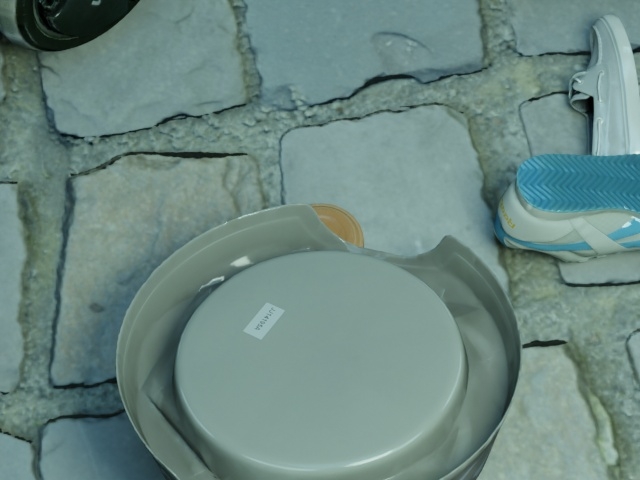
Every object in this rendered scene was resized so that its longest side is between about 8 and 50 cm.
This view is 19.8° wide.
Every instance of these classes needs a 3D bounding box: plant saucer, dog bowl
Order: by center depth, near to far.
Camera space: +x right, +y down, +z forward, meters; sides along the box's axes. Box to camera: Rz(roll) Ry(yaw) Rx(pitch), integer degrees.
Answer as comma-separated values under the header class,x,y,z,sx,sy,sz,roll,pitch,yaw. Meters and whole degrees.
class,x,y,z,sx,sy,sz,roll,pitch,yaw
dog bowl,0.000,0.123,1.598,0.348,0.102,0.349,-2,46,2
plant saucer,0.000,0.000,1.756,0.083,0.013,0.083,-1,60,1

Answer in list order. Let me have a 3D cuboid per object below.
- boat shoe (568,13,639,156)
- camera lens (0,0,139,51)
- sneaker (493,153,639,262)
class,x,y,z,sx,sy,sz,roll,pitch,yaw
boat shoe,0.277,-0.141,1.808,0.063,0.066,0.184,-3,69,-1
camera lens,-0.302,-0.340,1.844,0.219,0.219,0.274,-40,66,-20
sneaker,0.274,-0.026,1.727,0.228,0.092,0.087,7,56,-17
